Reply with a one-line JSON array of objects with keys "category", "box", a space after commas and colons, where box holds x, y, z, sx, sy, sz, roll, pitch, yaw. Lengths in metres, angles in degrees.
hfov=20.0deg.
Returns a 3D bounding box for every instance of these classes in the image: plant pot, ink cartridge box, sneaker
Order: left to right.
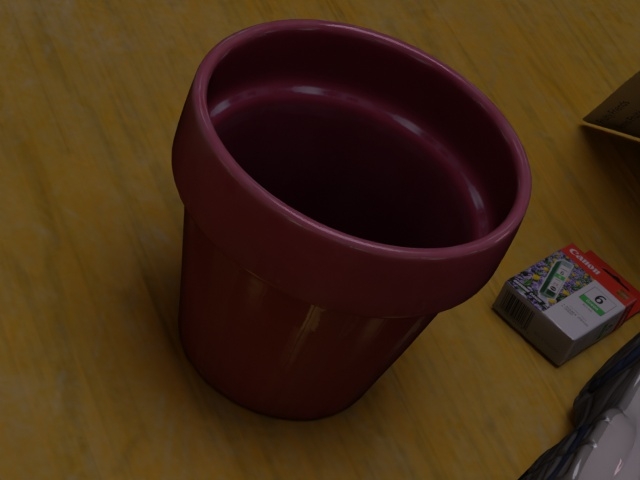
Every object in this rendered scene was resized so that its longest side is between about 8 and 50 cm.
[{"category": "plant pot", "box": [0.000, 0.000, 1.071, 0.201, 0.180, 0.201, 13, 42, -11]}, {"category": "ink cartridge box", "box": [0.176, 0.036, 1.230, 0.063, 0.029, 0.115, 43, 45, 22]}, {"category": "sneaker", "box": [0.215, 0.132, 1.111, 0.129, 0.111, 0.297, 45, 47, 1]}]

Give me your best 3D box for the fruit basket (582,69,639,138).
[{"category": "fruit basket", "box": [0.392, -0.058, 1.262, 0.353, 0.327, 0.165, 13, 77, -9]}]
